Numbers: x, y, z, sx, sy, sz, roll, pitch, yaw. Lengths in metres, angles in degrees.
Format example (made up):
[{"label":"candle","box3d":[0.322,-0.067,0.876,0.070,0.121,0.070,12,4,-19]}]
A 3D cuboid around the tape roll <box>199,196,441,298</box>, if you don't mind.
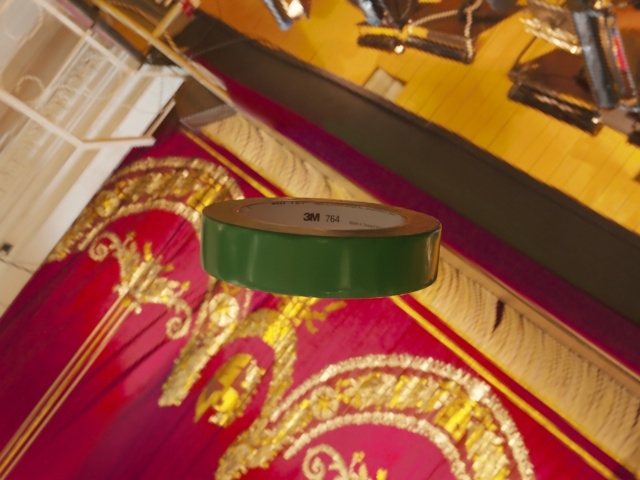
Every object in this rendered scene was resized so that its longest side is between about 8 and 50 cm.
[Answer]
[{"label":"tape roll","box3d":[0.000,0.000,0.966,0.321,0.077,0.321,2,-169,0]}]
